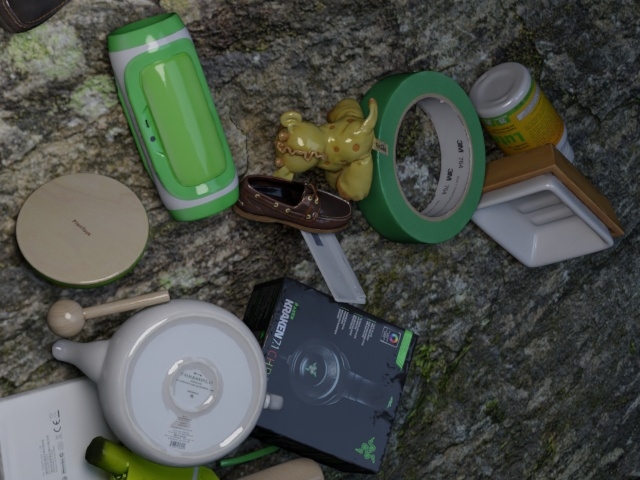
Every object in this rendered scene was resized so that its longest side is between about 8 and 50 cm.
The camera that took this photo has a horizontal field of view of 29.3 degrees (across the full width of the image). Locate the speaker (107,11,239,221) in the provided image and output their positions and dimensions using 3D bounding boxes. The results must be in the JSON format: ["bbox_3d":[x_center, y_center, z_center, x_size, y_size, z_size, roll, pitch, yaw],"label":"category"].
[{"bbox_3d":[-0.219,-0.183,1.838,0.131,0.131,0.296,-34,114,-40],"label":"speaker"}]

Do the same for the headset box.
[{"bbox_3d":[0.000,0.228,2.002,0.283,0.131,0.246,26,71,-21],"label":"headset box"}]

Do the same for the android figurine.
[{"bbox_3d":[-0.232,0.389,1.770,0.273,0.056,0.248,34,46,-38],"label":"android figurine"}]

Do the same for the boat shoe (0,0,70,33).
[{"bbox_3d":[-0.333,-0.432,1.711,0.132,0.130,0.355,51,56,-33],"label":"boat shoe"}]

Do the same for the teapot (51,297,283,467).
[{"bbox_3d":[-0.204,0.198,1.747,0.252,0.187,0.256,-32,102,-20],"label":"teapot"}]

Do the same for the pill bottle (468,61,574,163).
[{"bbox_3d":[0.415,-0.233,2.484,0.245,0.136,0.136,46,59,-36],"label":"pill bottle"}]

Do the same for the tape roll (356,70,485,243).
[{"bbox_3d":[0.185,-0.154,2.292,0.321,0.077,0.321,0,89,-46],"label":"tape roll"}]

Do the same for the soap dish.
[{"bbox_3d":[0.442,-0.070,2.465,0.291,0.229,0.118,36,48,-40],"label":"soap dish"}]

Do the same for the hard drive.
[{"bbox_3d":[-0.335,0.299,1.781,0.307,0.040,0.203,-12,99,-46],"label":"hard drive"}]

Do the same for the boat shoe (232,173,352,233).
[{"bbox_3d":[-0.038,-0.062,2.002,0.207,0.073,0.073,6,47,-21],"label":"boat shoe"}]

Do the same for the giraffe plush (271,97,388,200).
[{"bbox_3d":[-0.003,-0.154,2.050,0.170,0.210,0.181,-3,89,-18],"label":"giraffe plush"}]

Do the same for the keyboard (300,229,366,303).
[{"bbox_3d":[0.000,0.000,2.037,0.072,0.014,0.256,3,49,-41],"label":"keyboard"}]

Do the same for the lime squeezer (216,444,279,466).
[{"bbox_3d":[-0.047,0.300,2.070,0.310,0.059,0.110,-50,124,-33],"label":"lime squeezer"}]

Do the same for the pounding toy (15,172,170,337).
[{"bbox_3d":[-0.326,0.029,1.730,0.183,0.110,0.237,-15,63,-16],"label":"pounding toy"}]

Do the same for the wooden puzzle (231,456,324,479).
[{"bbox_3d":[-0.121,0.551,1.950,0.322,0.080,0.348,-14,96,-32],"label":"wooden puzzle"}]
